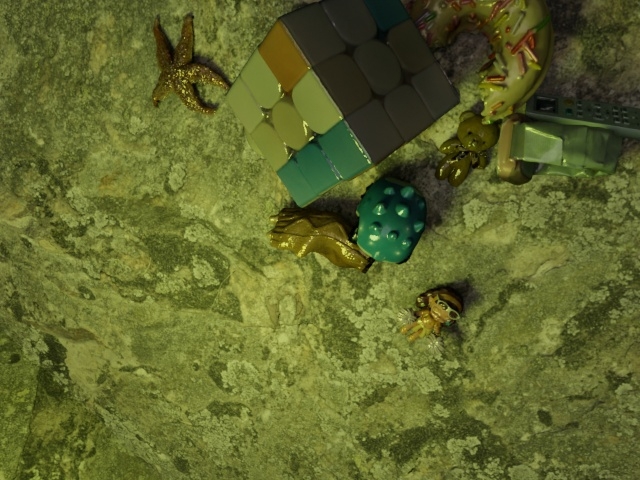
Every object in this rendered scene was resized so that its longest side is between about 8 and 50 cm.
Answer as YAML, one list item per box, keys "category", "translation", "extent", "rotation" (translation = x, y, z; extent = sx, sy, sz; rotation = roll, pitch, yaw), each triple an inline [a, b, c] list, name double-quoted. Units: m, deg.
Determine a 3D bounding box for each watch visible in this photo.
- category: "watch"
  translation: [0.567, -0.205, 1.111]
  extent: [0.241, 0.253, 0.162]
  rotation: [10, 95, 34]

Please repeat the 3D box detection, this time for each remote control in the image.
- category: "remote control"
  translation: [0.646, -0.298, 1.137]
  extent: [0.293, 0.103, 0.051]
  rotation: [16, 139, 12]

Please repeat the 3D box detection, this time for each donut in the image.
- category: "donut"
  translation: [0.374, -0.482, 1.111]
  extent: [0.371, 0.150, 0.307]
  rotation: [39, 112, 8]

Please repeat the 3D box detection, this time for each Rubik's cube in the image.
- category: "Rubik's cube"
  translation: [0.045, -0.335, 1.114]
  extent: [0.347, 0.346, 0.344]
  rotation: [57, 148, -6]

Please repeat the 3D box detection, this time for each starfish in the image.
- category: "starfish"
  translation: [-0.416, -0.520, 1.416]
  extent: [0.299, 0.060, 0.303]
  rotation: [-4, 107, 22]

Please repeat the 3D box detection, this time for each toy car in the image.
- category: "toy car"
  translation: [0.198, -0.068, 1.270]
  extent: [0.188, 0.255, 0.190]
  rotation: [26, 148, -5]

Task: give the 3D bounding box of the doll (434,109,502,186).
- category: "doll"
  translation: [0.387, -0.233, 1.244]
  extent: [0.137, 0.097, 0.210]
  rotation: [25, 120, 2]

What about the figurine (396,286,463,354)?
- category: "figurine"
  translation: [0.331, 0.235, 1.420]
  extent: [0.174, 0.116, 0.240]
  rotation: [41, 122, 3]

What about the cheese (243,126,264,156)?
- category: "cheese"
  translation: [-0.128, -0.328, 1.342]
  extent: [0.198, 0.154, 0.189]
  rotation: [6, 116, 16]

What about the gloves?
- category: "gloves"
  translation: [0.012, -0.012, 1.404]
  extent: [0.356, 0.203, 0.155]
  rotation: [15, 91, 7]
